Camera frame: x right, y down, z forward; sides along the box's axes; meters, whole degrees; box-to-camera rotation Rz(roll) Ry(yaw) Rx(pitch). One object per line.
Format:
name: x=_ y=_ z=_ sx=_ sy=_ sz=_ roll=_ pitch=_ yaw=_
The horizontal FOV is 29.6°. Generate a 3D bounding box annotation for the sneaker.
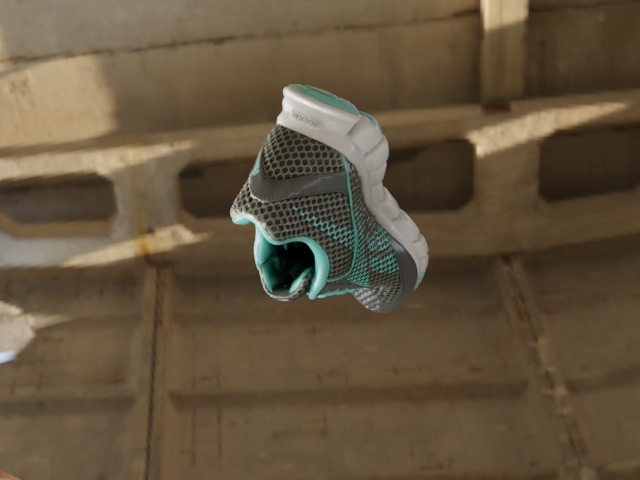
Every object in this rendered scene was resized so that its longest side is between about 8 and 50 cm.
sneaker: x=0.000 y=0.000 z=0.563 sx=0.065 sy=0.166 sz=0.076 roll=24 pitch=-109 yaw=30

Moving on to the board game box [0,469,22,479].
board game box: x=-0.195 y=0.275 z=0.583 sx=0.242 sy=0.064 sz=0.316 roll=17 pitch=-96 yaw=31
